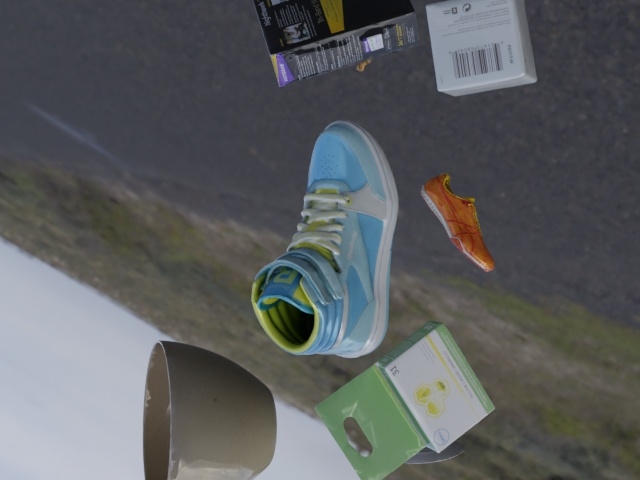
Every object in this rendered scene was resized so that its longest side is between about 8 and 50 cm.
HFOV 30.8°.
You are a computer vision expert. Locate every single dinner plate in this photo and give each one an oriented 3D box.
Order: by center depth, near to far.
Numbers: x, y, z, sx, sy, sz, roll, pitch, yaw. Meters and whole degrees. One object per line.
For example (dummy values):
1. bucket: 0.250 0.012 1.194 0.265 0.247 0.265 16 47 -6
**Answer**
1. dinner plate: 0.214 0.410 2.283 0.141 0.017 0.141 -8 -173 1

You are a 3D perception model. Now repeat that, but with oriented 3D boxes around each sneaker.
1. sneaker: 0.000 0.000 1.492 0.127 0.319 0.208 -3 180 35
2. sneaker: 0.225 -0.030 1.823 0.175 0.067 0.064 57 -171 10

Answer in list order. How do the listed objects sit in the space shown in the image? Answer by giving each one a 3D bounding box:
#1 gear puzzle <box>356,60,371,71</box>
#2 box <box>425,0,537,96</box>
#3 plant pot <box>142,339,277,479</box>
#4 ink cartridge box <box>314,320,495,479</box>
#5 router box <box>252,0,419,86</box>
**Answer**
1. gear puzzle: 0.130 -0.453 2.133 0.044 0.339 0.175 13 -145 -12
2. box: 0.182 -0.221 1.307 0.101 0.102 0.087 -8 179 20
3. plant pot: -0.179 0.308 1.918 0.190 0.284 0.284 2 -178 -18
4. ink cartridge box: 0.133 0.259 1.802 0.171 0.235 0.056 58 165 -13
5. router box: 0.005 -0.421 1.937 0.081 0.242 0.309 73 180 -55
